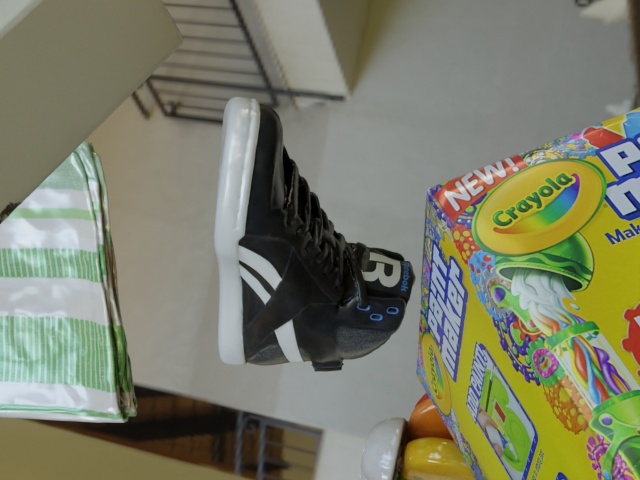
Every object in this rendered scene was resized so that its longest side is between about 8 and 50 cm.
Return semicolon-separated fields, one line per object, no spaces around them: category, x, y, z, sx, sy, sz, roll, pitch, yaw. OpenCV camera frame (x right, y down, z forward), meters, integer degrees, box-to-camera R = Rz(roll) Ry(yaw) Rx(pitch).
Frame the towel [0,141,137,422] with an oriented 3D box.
towel;-0.340;0.052;1.167;0.038;0.247;0.325;-38;-56;-67

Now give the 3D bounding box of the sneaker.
sneaker;0.000;0.000;0.608;0.217;0.121;0.079;96;176;-52

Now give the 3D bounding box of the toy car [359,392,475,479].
toy car;0.126;0.219;1.036;0.182;0.159;0.136;92;-168;-54

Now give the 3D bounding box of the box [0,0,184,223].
box;-0.219;-0.074;0.612;0.275;0.113;0.094;-49;-46;-22

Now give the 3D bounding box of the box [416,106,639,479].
box;0.235;0.076;0.478;0.177;0.290;0.279;85;160;-53
